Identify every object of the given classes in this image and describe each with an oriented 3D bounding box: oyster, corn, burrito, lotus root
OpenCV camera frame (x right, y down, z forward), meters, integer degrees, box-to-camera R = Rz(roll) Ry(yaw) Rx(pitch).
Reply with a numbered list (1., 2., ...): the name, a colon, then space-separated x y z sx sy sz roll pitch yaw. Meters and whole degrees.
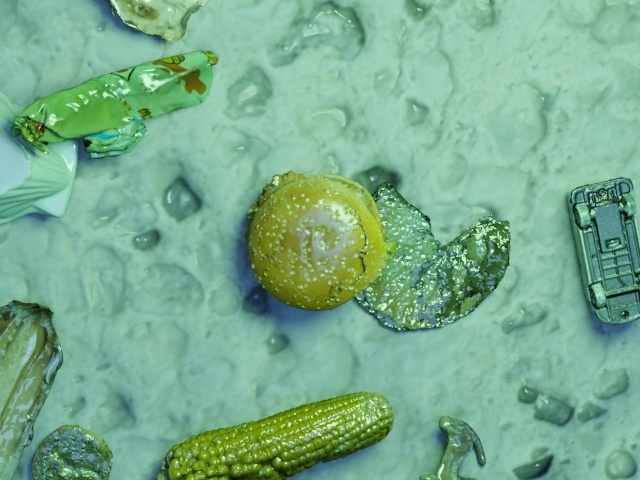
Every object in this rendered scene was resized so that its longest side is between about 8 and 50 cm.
1. oyster: -0.224 -0.318 1.921 0.148 0.051 0.103 32 88 -25
2. corn: -0.059 0.272 1.986 0.320 0.097 0.097 -17 98 -8
3. burrito: -0.250 -0.162 1.897 0.288 0.054 0.104 -20 107 -29
4. lotus root: -0.451 0.219 1.939 0.167 0.078 0.329 29 90 -33

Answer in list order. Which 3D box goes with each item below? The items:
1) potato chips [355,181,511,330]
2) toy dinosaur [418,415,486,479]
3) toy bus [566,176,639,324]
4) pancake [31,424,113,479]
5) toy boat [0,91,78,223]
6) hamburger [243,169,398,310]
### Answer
1. potato chips: 0.146 0.024 2.023 0.220 0.029 0.202 3 96 -5
2. toy dinosaur: 0.190 0.386 2.021 0.162 0.077 0.294 -21 108 -39
3. toy bus: 0.384 0.013 2.019 0.087 0.089 0.193 -13 97 -5
4. pancake: -0.327 0.296 1.988 0.108 0.017 0.108 -1 99 -8
5. toy boat: -0.454 -0.106 1.889 0.290 0.100 0.199 10 95 -7
6. hamburger: -0.008 -0.005 1.946 0.182 0.118 0.191 -28 92 2
